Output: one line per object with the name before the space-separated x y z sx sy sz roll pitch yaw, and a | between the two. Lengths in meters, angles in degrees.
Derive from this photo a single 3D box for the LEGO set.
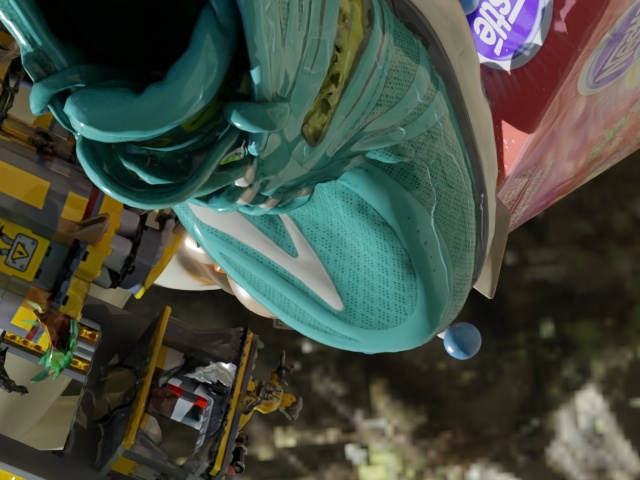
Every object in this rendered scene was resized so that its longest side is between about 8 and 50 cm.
LEGO set | -0.066 -0.018 0.793 0.255 0.192 0.331 -56 17 39

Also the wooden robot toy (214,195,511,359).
wooden robot toy | 0.000 0.000 0.651 0.173 0.079 0.076 172 102 -72

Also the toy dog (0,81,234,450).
toy dog | -0.169 -0.015 1.133 0.395 0.408 0.284 52 -156 -28

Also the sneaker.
sneaker | -0.034 -0.048 0.449 0.275 0.107 0.110 56 -151 -46

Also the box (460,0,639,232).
box | 0.090 -0.142 0.650 0.154 0.142 0.300 50 155 13
